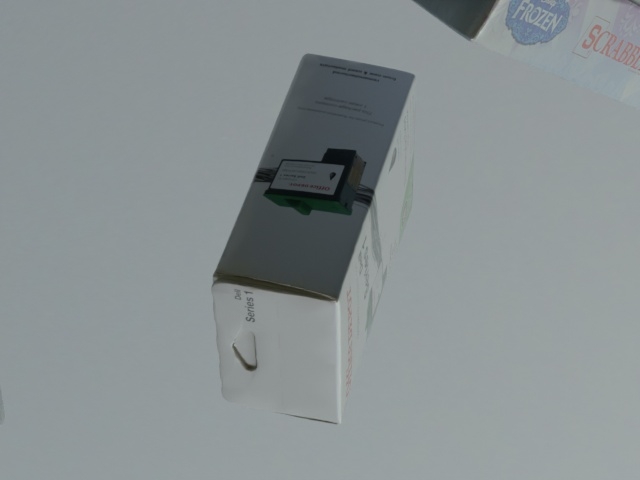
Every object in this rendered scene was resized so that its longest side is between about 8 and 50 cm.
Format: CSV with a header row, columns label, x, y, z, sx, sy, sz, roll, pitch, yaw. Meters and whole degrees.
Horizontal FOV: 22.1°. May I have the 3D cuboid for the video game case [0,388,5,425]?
label,x,y,z,sx,sy,sz,roll,pitch,yaw
video game case,-0.380,-0.019,1.193,0.036,0.329,0.300,-27,-64,-54

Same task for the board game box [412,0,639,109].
label,x,y,z,sx,sy,sz,roll,pitch,yaw
board game box,0.069,-0.208,1.070,0.066,0.318,0.318,-57,-27,14

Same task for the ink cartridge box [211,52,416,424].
label,x,y,z,sx,sy,sz,roll,pitch,yaw
ink cartridge box,0.000,0.000,1.194,0.092,0.160,0.219,11,-127,11
